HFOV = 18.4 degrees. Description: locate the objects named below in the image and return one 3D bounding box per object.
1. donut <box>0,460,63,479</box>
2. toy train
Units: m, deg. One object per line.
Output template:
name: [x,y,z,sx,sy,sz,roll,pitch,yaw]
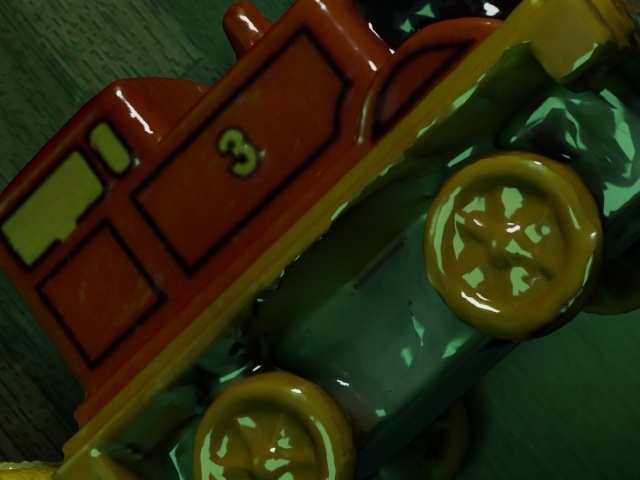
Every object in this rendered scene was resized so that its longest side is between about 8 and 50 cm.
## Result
donut: [-0.185,0.140,0.972,0.162,0.178,0.065,-7,84,8]
toy train: [0.000,0.000,0.898,0.369,0.163,0.232,-44,76,19]
